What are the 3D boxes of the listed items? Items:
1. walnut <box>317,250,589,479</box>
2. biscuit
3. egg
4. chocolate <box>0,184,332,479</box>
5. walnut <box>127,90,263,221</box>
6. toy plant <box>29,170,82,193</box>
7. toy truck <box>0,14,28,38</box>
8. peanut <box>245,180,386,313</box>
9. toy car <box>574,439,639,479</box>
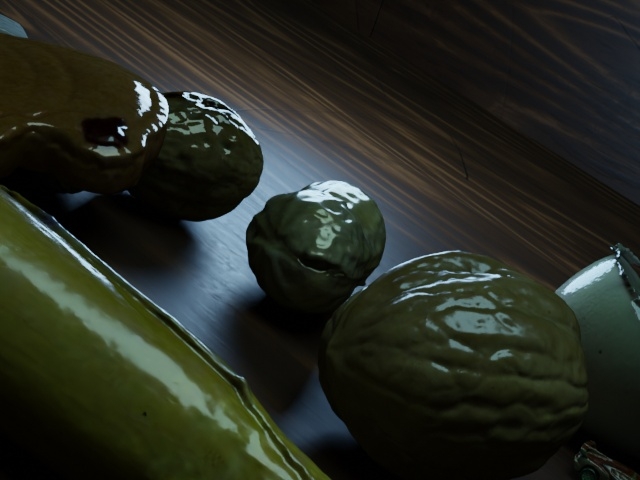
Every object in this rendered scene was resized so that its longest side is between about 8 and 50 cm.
[{"bbox_3d":[0.122,0.121,1.224,0.261,0.225,0.225,13,21,-25],"label":"walnut"},{"bbox_3d":[-0.383,-0.155,1.358,0.455,0.078,0.350,3,23,-22],"label":"biscuit"},{"bbox_3d":[0.360,0.166,1.537,0.286,0.174,0.264,54,16,0],"label":"egg"},{"bbox_3d":[-0.154,0.111,0.970,0.445,0.162,0.162,34,18,13],"label":"chocolate"},{"bbox_3d":[-0.155,-0.099,1.569,0.184,0.155,0.155,10,23,-30],"label":"walnut"},{"bbox_3d":[-0.288,-0.108,1.484,0.093,0.093,0.162,20,18,-22],"label":"toy plant"},{"bbox_3d":[-0.473,-0.254,1.580,0.242,0.125,0.101,20,17,-30],"label":"toy truck"},{"bbox_3d":[0.000,0.000,1.527,0.149,0.149,0.313,29,17,8],"label":"peanut"},{"bbox_3d":[0.325,0.262,1.401,0.122,0.035,0.059,31,14,21],"label":"toy car"}]
